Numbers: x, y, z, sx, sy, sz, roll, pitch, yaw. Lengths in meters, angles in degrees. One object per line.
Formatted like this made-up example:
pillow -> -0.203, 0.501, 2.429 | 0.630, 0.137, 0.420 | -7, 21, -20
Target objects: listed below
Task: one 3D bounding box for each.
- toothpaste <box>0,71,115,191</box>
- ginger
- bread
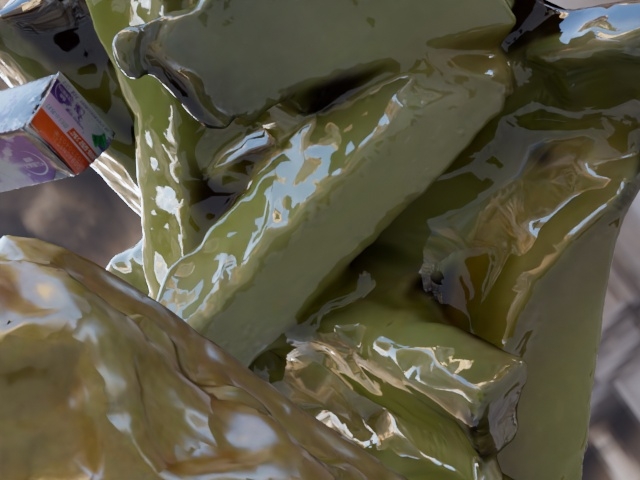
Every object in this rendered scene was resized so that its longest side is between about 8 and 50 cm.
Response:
toothpaste -> -0.188, -0.039, 0.995 | 0.196, 0.040, 0.047 | -10, -48, 40
ginger -> 0.000, 0.000, 0.968 | 0.211, 0.413, 0.358 | -58, 4, -40
bread -> 0.059, 0.119, 0.361 | 0.367, 0.084, 0.077 | 35, -80, -9
